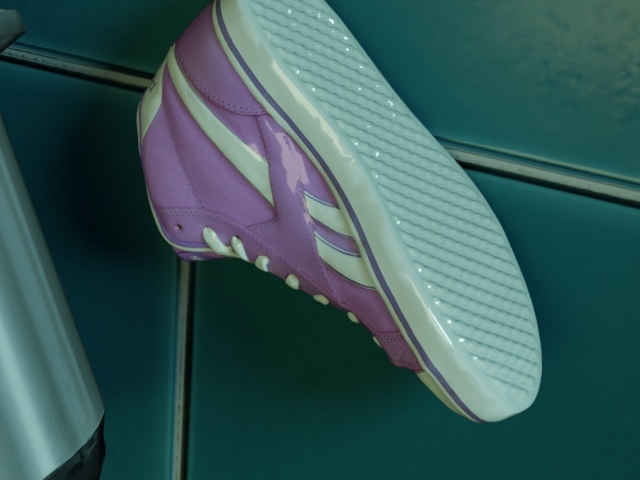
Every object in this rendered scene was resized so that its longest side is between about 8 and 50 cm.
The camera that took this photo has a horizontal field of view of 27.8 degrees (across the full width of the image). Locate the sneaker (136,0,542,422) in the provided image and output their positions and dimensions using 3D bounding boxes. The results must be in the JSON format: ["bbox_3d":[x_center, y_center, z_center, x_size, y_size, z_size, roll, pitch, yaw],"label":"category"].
[{"bbox_3d":[0.000,0.000,0.739,0.161,0.102,0.282,-39,80,36],"label":"sneaker"}]

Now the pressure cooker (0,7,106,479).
[{"bbox_3d":[-0.342,0.004,0.734,0.375,0.370,0.420,2,113,62],"label":"pressure cooker"}]
